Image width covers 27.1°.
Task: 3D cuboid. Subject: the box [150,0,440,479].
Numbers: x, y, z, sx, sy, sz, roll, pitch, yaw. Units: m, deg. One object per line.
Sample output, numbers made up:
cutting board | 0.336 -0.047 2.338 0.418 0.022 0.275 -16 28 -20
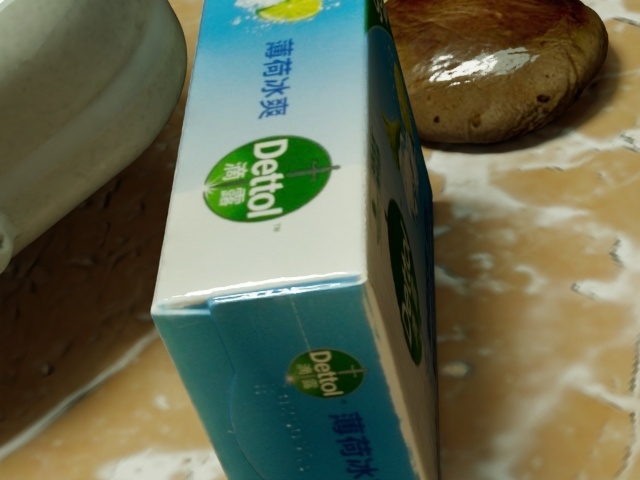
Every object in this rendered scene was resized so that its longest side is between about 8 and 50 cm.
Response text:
box | -0.001 0.000 0.509 0.073 0.139 0.194 -8 42 11

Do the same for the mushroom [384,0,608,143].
mushroom | 0.079 -0.097 0.658 0.123 0.052 0.123 -10 45 10

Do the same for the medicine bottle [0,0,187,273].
medicine bottle | -0.249 -0.038 0.599 0.375 0.123 0.282 -37 46 0
